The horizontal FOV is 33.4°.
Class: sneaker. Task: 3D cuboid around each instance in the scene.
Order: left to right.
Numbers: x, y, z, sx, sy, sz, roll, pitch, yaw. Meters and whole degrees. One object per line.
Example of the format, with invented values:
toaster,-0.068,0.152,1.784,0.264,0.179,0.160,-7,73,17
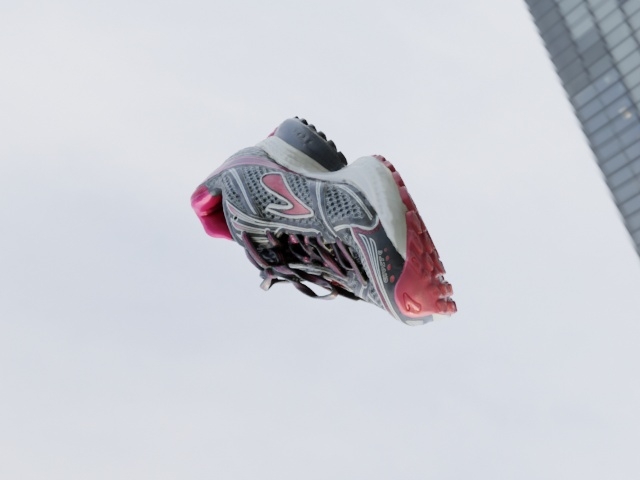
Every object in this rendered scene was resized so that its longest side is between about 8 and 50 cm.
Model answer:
sneaker,0.000,0.000,0.801,0.112,0.299,0.121,-31,-64,-14
